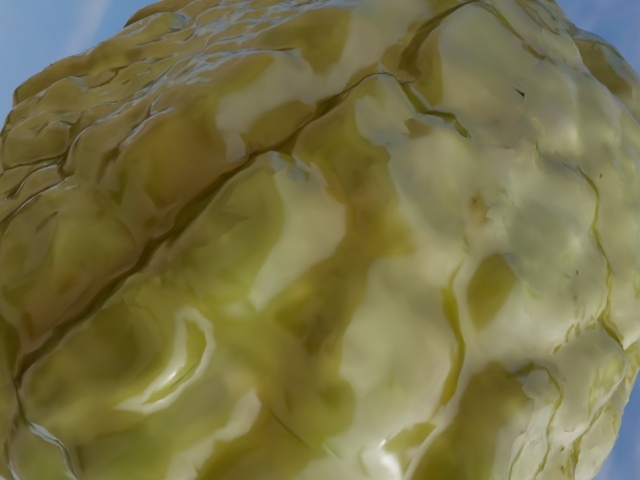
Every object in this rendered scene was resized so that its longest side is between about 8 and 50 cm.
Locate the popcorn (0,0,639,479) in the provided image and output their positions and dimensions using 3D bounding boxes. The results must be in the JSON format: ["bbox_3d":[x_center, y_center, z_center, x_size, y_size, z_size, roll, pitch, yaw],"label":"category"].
[{"bbox_3d":[0.000,0.000,0.459,0.225,0.173,0.286,-26,-160,9],"label":"popcorn"}]
